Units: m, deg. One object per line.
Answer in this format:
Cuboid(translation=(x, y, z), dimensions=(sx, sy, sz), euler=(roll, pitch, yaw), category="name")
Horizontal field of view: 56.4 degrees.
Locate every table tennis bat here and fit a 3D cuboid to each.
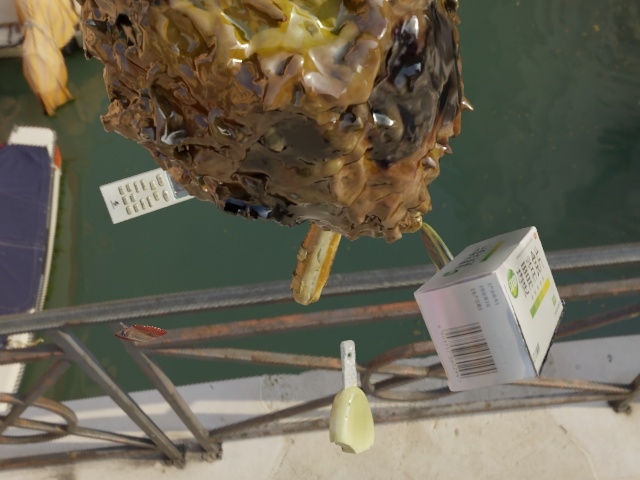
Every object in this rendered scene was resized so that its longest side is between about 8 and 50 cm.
Cuboid(translation=(0.346, 0.079, 1.694), dimensions=(0.054, 0.368, 0.224), euler=(-30, 60, 0), category="table tennis bat")

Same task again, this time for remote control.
Cuboid(translation=(-0.431, -0.137, 1.588), dimensions=(0.277, 0.102, 0.055), euler=(-21, 14, -18), category="remote control")

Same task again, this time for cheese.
Cuboid(translation=(0.065, 0.356, 1.356), dimensions=(0.050, 0.127, 0.255), euler=(-7, 86, 45), category="cheese")

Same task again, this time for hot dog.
Cuboid(translation=(0.000, 0.000, 1.104), dimensions=(0.072, 0.269, 0.109), euler=(17, 18, 3), category="hot dog")

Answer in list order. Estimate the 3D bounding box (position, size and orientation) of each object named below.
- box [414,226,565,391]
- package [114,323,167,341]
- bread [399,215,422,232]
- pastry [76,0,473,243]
Cuboid(translation=(0.304, 0.103, 1.022), dimensions=(0.145, 0.173, 0.333), euler=(-18, 4, 32), category="box")
Cuboid(translation=(-0.458, 0.237, 1.515), dimensions=(0.083, 0.200, 0.022), euler=(22, 64, -25), category="package")
Cuboid(translation=(0.120, -0.042, 1.164), dimensions=(0.157, 0.052, 0.044), euler=(6, 69, -3), category="bread")
Cuboid(translation=(-0.024, -0.151, 0.552), dimensions=(0.338, 0.405, 0.292), euler=(25, 83, -3), category="pastry")
